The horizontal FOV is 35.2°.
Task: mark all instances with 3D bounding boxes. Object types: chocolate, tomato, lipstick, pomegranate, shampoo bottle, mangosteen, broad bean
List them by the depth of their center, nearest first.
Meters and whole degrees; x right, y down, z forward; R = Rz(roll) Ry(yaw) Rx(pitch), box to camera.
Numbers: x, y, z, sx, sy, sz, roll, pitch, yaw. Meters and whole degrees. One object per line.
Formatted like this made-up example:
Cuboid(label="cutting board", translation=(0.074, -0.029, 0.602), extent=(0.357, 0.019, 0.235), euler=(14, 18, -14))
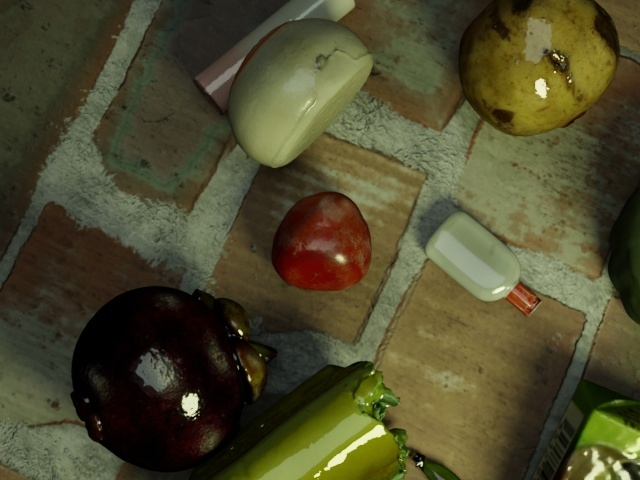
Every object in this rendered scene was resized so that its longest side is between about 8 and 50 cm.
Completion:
Cuboid(label="chocolate", translation=(0.488, 0.419, 1.605), extent=(0.289, 0.137, 0.300), euler=(25, 99, 7))
Cuboid(label="mangosteen", translation=(-0.235, 0.215, 1.668), extent=(0.347, 0.307, 0.306), euler=(-22, 75, -28))
Cuboid(label="broad bean", translation=(0.260, 0.466, 1.693), extent=(0.060, 0.043, 0.297), euler=(-38, 77, 6))
Cuboid(label="pomegranate", translation=(0.375, -0.315, 1.754), extent=(0.281, 0.281, 0.281), euler=(-1, 77, 3))
Cuboid(label="tomato", translation=(0.000, 0.000, 1.763), extent=(0.187, 0.151, 0.187), euler=(-2, 74, 8))
Cuboid(label="shampoo bottle", translation=(0.293, 0.049, 1.782), extent=(0.221, 0.051, 0.108), euler=(41, 80, 12))
Cuboid(label="lipstick", translation=(-0.086, -0.368, 1.883), extent=(0.327, 0.087, 0.087), euler=(-40, 78, -6))

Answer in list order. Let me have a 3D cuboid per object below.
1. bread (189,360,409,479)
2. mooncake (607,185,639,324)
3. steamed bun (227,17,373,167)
Cuboid(label="bread", translation=(-0.033, 0.367, 1.638), extent=(0.377, 0.251, 0.208), euler=(-33, 94, -7))
Cuboid(label="mooncake", translation=(0.671, 0.025, 1.695), extent=(0.357, 0.194, 0.356), euler=(-2, 73, 5))
Cuboid(label="steamed bun", translation=(-0.053, -0.271, 1.758), extent=(0.177, 0.283, 0.283), euler=(42, 83, 4))
